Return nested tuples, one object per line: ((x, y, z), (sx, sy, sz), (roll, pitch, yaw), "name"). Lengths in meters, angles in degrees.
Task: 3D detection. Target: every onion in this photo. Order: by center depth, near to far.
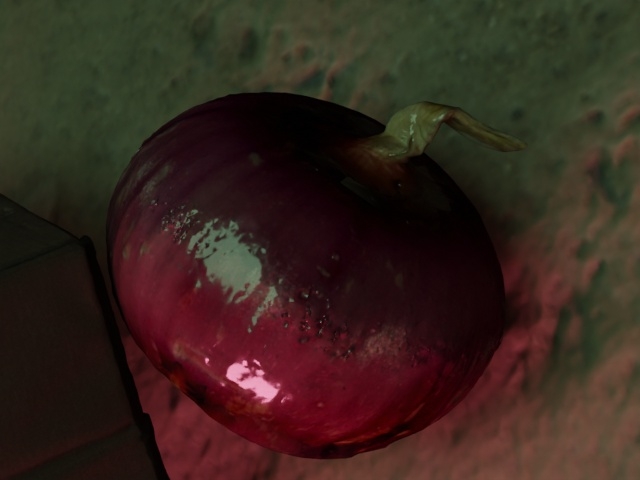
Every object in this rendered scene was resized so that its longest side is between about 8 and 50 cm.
((-0.005, 0.008, 0.789), (0.177, 0.177, 0.153), (26, 127, 34), "onion")

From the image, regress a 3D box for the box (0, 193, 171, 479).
((-0.191, 0.073, 0.838), (0.252, 0.153, 0.188), (20, 128, 58), "box")
